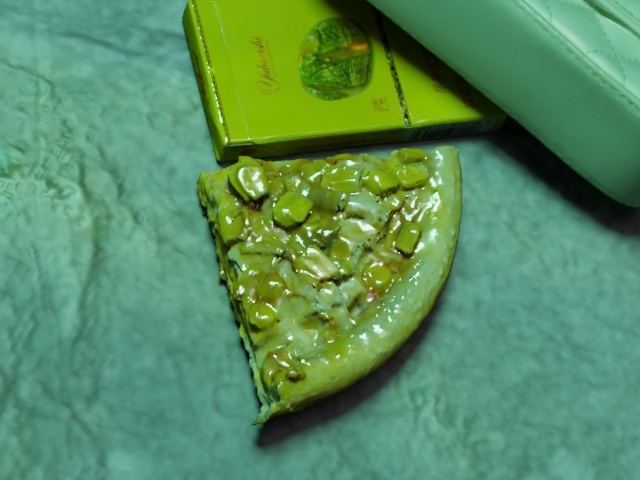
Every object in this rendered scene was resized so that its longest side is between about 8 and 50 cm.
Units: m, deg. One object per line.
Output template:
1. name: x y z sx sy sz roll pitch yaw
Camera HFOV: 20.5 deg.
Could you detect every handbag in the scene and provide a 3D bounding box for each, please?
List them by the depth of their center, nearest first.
1. handbag: 0.132 -0.157 0.936 0.256 0.079 0.219 38 47 -5

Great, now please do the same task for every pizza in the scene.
1. pizza: 0.000 0.000 0.853 0.131 0.041 0.178 45 62 10

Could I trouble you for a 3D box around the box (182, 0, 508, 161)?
1. box: 0.013 -0.089 0.910 0.155 0.023 0.087 -7 70 -19
